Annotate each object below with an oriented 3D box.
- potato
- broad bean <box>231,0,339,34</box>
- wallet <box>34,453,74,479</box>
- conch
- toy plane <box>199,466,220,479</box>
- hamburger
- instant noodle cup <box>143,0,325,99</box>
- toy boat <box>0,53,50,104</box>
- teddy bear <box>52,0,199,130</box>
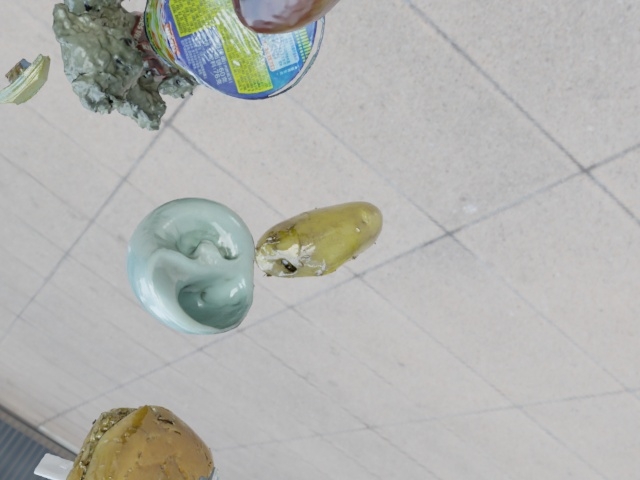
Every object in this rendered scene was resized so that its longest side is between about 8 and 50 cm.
[{"bbox_3d":[0.000,0.000,1.505,0.173,0.300,0.140,17,122,61],"label":"potato"},{"bbox_3d":[-0.017,-0.211,0.420,0.114,0.084,0.165,-2,118,8],"label":"broad bean"},{"bbox_3d":[-0.450,0.402,1.223,0.083,0.044,0.011,17,125,3],"label":"wallet"},{"bbox_3d":[-0.165,0.039,0.908,0.185,0.221,0.121,36,124,4],"label":"conch"},{"bbox_3d":[-0.105,0.247,0.649,0.024,0.084,0.077,1,129,-9],"label":"toy plane"},{"bbox_3d":[-0.229,0.321,0.898,0.108,0.213,0.213,-15,129,28],"label":"hamburger"},{"bbox_3d":[-0.186,-0.396,1.256,0.284,0.284,0.312,50,168,-29],"label":"instant noodle cup"},{"bbox_3d":[-0.642,-0.337,1.493,0.172,0.065,0.066,-35,92,16],"label":"toy boat"},{"bbox_3d":[-0.399,-0.367,1.394,0.225,0.367,0.357,-22,124,3],"label":"teddy bear"}]
